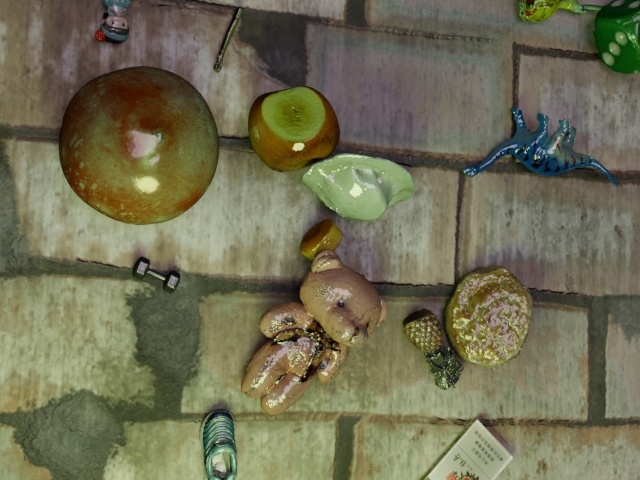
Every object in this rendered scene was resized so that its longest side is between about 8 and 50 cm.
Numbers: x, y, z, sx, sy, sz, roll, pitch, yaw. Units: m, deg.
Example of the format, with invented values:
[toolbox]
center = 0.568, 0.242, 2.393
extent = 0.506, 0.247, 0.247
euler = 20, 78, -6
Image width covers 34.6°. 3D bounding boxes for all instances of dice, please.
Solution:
[dice]
center = 0.627, -0.413, 2.033
extent = 0.131, 0.120, 0.128
euler = -35, 116, -18

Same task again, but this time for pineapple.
[pineapple]
center = 0.214, 0.207, 1.927
extent = 0.074, 0.074, 0.159
euler = -33, 102, -15

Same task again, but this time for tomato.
[tomato]
center = -0.298, -0.162, 1.716
extent = 0.270, 0.222, 0.270
euler = 0, 90, -17

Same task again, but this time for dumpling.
[dumpling]
center = 0.073, -0.092, 1.854
extent = 0.219, 0.152, 0.108
euler = 5, 87, -20

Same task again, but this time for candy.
[candy]
center = 0.511, -0.470, 2.055
extent = 0.262, 0.073, 0.077
euler = 0, 60, -23

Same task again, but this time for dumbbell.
[dumbbell]
center = -0.288, 0.060, 1.802
extent = 0.083, 0.040, 0.036
euler = 26, 111, -13

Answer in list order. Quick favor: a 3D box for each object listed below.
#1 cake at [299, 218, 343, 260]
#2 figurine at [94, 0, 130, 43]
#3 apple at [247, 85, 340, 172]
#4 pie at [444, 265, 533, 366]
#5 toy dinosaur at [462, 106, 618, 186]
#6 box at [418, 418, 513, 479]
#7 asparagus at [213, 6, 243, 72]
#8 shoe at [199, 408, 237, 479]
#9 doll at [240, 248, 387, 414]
[cake]
center = 0.000, 0.000, 1.866
extent = 0.044, 0.084, 0.084
euler = 46, 76, -17
[figurine]
center = -0.364, -0.396, 1.798
extent = 0.060, 0.047, 0.106
euler = 6, 81, -32
[apple]
center = -0.052, -0.202, 1.818
extent = 0.146, 0.163, 0.147
euler = -18, 88, -17
[pie]
center = 0.319, 0.142, 1.955
extent = 0.163, 0.079, 0.194
euler = 20, 82, -4
[toy dinosaur]
center = 0.440, -0.186, 2.009
extent = 0.329, 0.076, 0.144
euler = 3, 93, -14
[box]
center = 0.266, 0.446, 1.947
extent = 0.109, 0.029, 0.198
euler = 47, 76, -9
[asparagus]
center = -0.169, -0.365, 1.869
extent = 0.015, 0.018, 0.127
euler = 28, 80, -54
[shoe]
center = -0.176, 0.368, 1.801
extent = 0.063, 0.071, 0.143
euler = 1, 82, -17
[doll]
center = -0.006, 0.183, 1.817
extent = 0.201, 0.156, 0.303
euler = 40, 82, -30
